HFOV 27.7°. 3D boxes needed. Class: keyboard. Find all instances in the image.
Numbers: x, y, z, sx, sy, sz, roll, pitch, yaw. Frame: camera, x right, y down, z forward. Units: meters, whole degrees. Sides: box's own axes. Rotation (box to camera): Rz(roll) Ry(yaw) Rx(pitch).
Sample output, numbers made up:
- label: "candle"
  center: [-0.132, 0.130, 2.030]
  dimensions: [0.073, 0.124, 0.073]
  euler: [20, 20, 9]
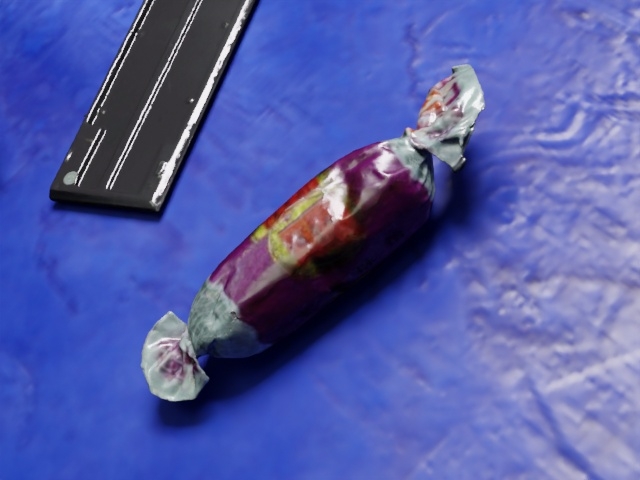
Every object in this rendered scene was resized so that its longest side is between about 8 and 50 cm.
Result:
- label: "keyboard"
  center: [-0.065, -0.102, 0.621]
  dimensions: [0.067, 0.011, 0.202]
  euler: [8, 63, 29]

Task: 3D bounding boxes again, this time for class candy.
- label: "candy"
  center: [0.000, 0.000, 0.500]
  dimensions: [0.175, 0.043, 0.045]
  euler: [-40, 47, 4]
